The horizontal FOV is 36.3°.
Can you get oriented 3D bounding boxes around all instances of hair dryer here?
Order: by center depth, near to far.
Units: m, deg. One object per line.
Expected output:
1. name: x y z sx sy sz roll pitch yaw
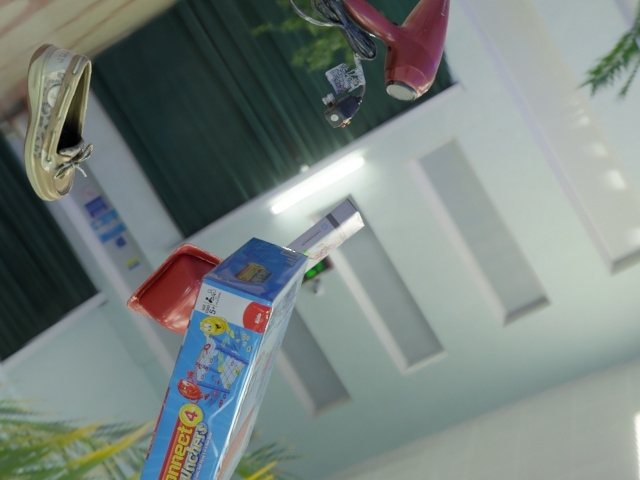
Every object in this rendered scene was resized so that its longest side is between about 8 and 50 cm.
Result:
1. hair dryer: 0.100 -0.310 1.439 0.294 0.223 0.080 -29 -157 -36

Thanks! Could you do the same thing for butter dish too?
1. butter dish: -0.219 0.107 1.668 0.160 0.118 0.160 -44 144 11

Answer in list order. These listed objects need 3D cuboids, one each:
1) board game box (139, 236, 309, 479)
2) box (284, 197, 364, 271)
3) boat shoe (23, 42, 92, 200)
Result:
1. board game box: -0.118 0.169 1.229 0.308 0.086 0.301 -51 160 -80
2. box: 0.000 0.000 1.968 0.186 0.038 0.145 -37 166 -1
3. boat shoe: -0.434 -0.185 1.636 0.089 0.285 0.104 15 -144 9
